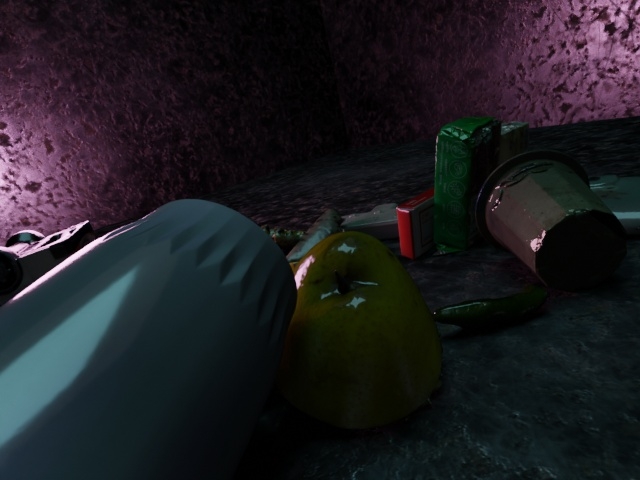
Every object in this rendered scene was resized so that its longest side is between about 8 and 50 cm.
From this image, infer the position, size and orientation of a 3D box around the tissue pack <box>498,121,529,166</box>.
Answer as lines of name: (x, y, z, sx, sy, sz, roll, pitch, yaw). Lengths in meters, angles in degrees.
tissue pack: (0.458, -0.179, 1.226, 0.090, 0.222, 0.186, 17, 33, 43)

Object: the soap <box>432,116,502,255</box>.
soap: (0.322, -0.122, 1.066, 0.098, 0.273, 0.218, 13, 29, 35)

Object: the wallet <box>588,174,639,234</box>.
wallet: (0.573, -0.077, 1.040, 0.360, 0.083, 0.252, 1, 26, 38)

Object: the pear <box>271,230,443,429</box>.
pear: (0.041, 0.075, 0.604, 0.267, 0.178, 0.267, 1, 36, -1)

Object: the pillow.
pillow: (0.000, 0.001, 1.224, 0.093, 0.051, 0.241, 17, 48, 30)

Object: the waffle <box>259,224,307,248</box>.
waffle: (-0.125, -0.006, 1.323, 0.223, 0.054, 0.204, 2, -5, 38)

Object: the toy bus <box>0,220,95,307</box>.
toy bus: (-0.650, 0.141, 0.968, 0.440, 0.249, 0.209, -22, 16, -9)

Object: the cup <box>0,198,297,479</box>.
cup: (-0.178, 0.141, 0.430, 0.253, 0.253, 0.371, -5, 31, 27)

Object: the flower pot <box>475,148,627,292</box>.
flower pot: (0.400, -0.028, 0.818, 0.212, 0.212, 0.202, -13, 25, 2)

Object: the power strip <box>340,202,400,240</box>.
power strip: (0.164, -0.054, 1.333, 0.265, 0.059, 0.193, -7, 17, 24)

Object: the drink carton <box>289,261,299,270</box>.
drink carton: (-0.134, 0.125, 0.857, 0.351, 0.111, 0.154, -9, 17, 12)

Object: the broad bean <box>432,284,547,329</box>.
broad bean: (0.265, 0.101, 0.721, 0.195, 0.046, 0.061, -13, 3, -18)

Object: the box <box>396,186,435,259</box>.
box: (0.258, -0.052, 1.131, 0.050, 0.123, 0.229, 8, 25, 43)
